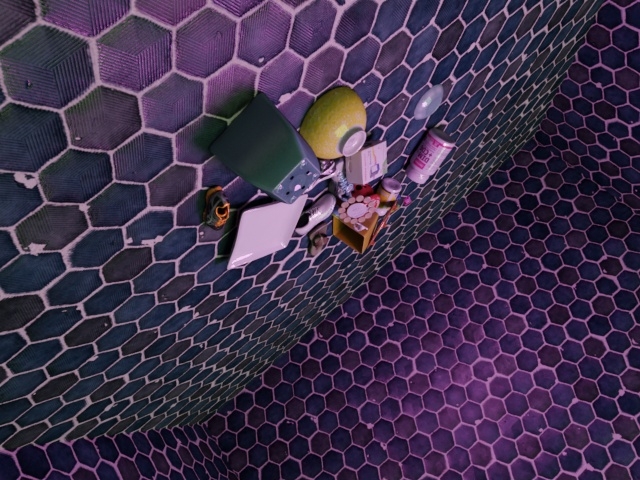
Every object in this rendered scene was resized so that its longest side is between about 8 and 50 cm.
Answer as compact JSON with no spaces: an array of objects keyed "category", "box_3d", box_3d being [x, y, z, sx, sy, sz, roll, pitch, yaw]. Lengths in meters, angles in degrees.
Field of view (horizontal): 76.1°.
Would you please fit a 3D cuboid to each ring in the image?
[{"category":"ring","box_3d":[0.366,-0.090,2.392,0.336,0.032,0.336,-58,176,-6]}]

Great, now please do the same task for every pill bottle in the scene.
[{"category":"pill bottle","box_3d":[0.371,-0.249,2.355,0.119,0.119,0.208,-24,151,-38]},{"category":"pill bottle","box_3d":[0.605,-0.468,2.292,0.160,0.160,0.283,-18,147,-45]}]

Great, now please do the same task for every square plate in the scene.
[{"category":"square plate","box_3d":[-0.240,-0.048,1.777,0.344,0.049,0.347,-22,150,-41]}]

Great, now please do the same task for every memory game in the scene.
[{"category":"memory game","box_3d":[0.174,-0.148,1.961,0.186,0.012,0.186,-6,138,-6]}]

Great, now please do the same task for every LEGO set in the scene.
[{"category":"LEGO set","box_3d":[0.455,-0.241,2.560,0.227,0.087,0.093,-31,153,-10]}]

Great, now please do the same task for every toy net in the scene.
[{"category":"toy net","box_3d":[0.149,-0.100,2.114,0.045,0.232,0.122,-57,152,5]}]

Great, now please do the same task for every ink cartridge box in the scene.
[{"category":"ink cartridge box","box_3d":[0.207,-0.351,1.826,0.212,0.093,0.154,-29,123,-43]}]

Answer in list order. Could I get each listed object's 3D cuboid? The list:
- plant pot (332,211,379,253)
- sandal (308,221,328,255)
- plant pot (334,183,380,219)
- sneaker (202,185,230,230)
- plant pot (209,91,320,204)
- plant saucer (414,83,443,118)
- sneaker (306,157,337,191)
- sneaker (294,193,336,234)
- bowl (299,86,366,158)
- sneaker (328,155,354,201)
[{"category":"plant pot","box_3d":[0.210,-0.089,2.293,0.187,0.212,0.212,-48,160,-21]},{"category":"sandal","box_3d":[0.001,0.000,2.237,0.120,0.086,0.302,-34,156,-19]},{"category":"plant pot","box_3d":[0.190,-0.206,2.071,0.191,0.174,0.191,-35,159,-16]},{"category":"sneaker","box_3d":[-0.368,-0.095,1.472,0.084,0.083,0.214,-31,157,-29]},{"category":"plant pot","box_3d":[-0.145,-0.262,1.317,0.248,0.252,0.247,-45,157,6]},{"category":"plant saucer","box_3d":[0.539,-0.664,1.996,0.195,0.037,0.195,-35,157,-17]},{"category":"sneaker","box_3d":[-0.041,-0.288,1.692,0.217,0.079,0.121,-31,139,-9]},{"category":"sneaker","box_3d":[-0.030,-0.124,1.954,0.258,0.094,0.091,-46,162,11]},{"category":"bowl","box_3d":[0.079,-0.409,1.546,0.289,0.156,0.289,-35,157,-18]},{"category":"sneaker","box_3d":[0.105,-0.278,1.864,0.110,0.122,0.283,-38,157,-10]}]
